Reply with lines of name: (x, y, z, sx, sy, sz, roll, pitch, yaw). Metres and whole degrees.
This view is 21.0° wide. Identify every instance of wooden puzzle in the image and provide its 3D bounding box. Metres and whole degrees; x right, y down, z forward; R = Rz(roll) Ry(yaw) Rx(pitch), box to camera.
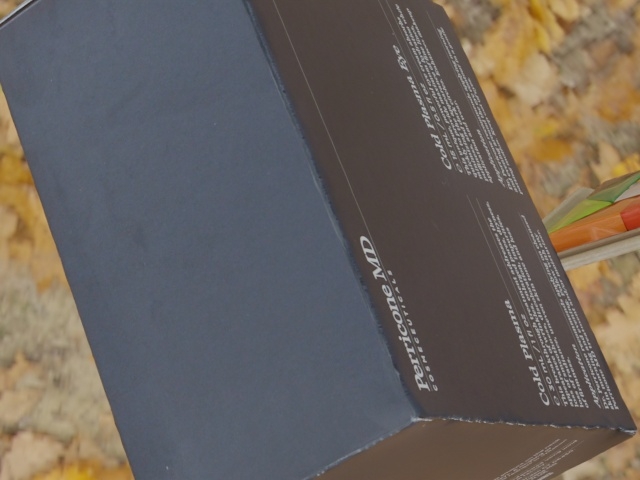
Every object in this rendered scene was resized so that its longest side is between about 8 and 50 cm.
wooden puzzle: (0.300, -0.037, 1.531, 0.239, 0.221, 0.044, -13, 103, 34)

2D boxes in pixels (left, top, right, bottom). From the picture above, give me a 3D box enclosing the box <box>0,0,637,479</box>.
box: (0.000, 0.000, 1.072, 0.179, 0.312, 0.343, -31, 68, 23)
